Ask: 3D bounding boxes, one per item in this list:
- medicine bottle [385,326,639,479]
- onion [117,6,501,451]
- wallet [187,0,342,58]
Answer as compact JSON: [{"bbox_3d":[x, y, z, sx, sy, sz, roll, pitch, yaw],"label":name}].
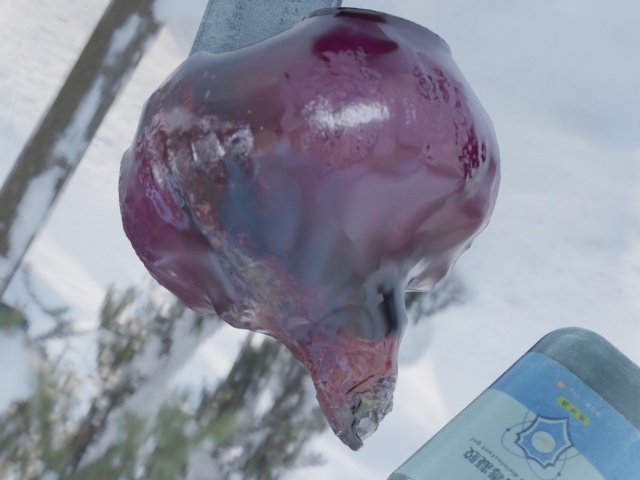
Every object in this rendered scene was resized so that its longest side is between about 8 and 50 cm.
[{"bbox_3d":[0.080,0.128,0.638,0.090,0.208,0.054,42,154,20],"label":"medicine bottle"},{"bbox_3d":[0.000,0.000,1.377,0.398,0.420,0.398,-6,151,-4],"label":"onion"},{"bbox_3d":[-0.071,-0.256,1.673,0.167,0.222,0.036,12,145,5],"label":"wallet"}]
